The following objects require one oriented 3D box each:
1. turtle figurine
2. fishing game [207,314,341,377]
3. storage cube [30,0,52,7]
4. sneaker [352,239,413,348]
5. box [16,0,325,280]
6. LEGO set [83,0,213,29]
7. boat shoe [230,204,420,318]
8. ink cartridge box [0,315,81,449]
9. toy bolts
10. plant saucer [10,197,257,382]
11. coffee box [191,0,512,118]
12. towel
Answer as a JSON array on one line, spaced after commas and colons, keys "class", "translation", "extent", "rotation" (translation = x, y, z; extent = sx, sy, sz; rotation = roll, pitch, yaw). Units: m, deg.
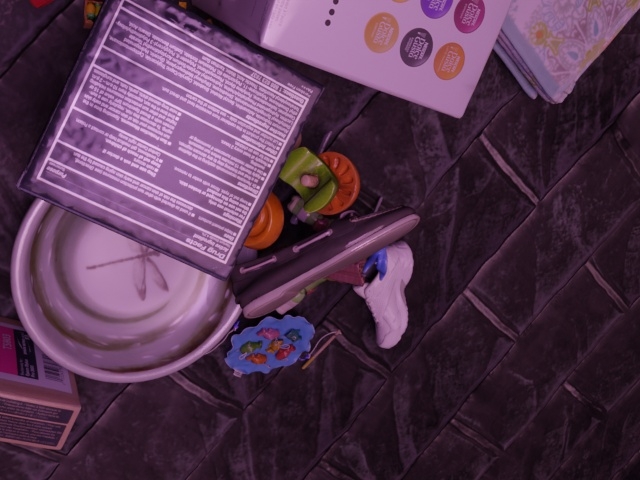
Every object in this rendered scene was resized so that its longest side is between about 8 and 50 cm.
[{"class": "turtle figurine", "translation": [0.000, 0.000, 1.330], "extent": [0.266, 0.275, 0.198], "rotation": [-29, 157, 16]}, {"class": "fishing game", "translation": [-0.098, 0.212, 1.385], "extent": [0.264, 0.041, 0.189], "rotation": [18, 126, -40]}, {"class": "storage cube", "translation": [-0.287, -0.421, 0.843], "extent": [0.193, 0.184, 0.215], "rotation": [-19, 120, 23]}, {"class": "sneaker", "translation": [0.117, 0.112, 1.459], "extent": [0.115, 0.090, 0.232], "rotation": [-2, 105, -18]}, {"class": "box", "translation": [-0.203, -0.149, 0.980], "extent": [0.296, 0.183, 0.294], "rotation": [26, 94, -17]}, {"class": "LEGO set", "translation": [-0.211, -0.292, 1.084], "extent": [0.287, 0.107, 0.132], "rotation": [36, 95, -34]}, {"class": "boat shoe", "translation": [-0.005, 0.012, 1.158], "extent": [0.335, 0.096, 0.112], "rotation": [-30, 166, 12]}, {"class": "ink cartridge box", "translation": [-0.492, 0.208, 1.109], "extent": [0.193, 0.234, 0.088], "rotation": [23, 102, -33]}, {"class": "toy bolts", "translation": [-0.062, -0.109, 1.185], "extent": [0.218, 0.228, 0.158], "rotation": [-39, 164, 21]}, {"class": "plant saucer", "translation": [-0.303, 0.033, 1.177], "extent": [0.400, 0.100, 0.401], "rotation": [-9, 108, -30]}, {"class": "coffee box", "translation": [0.058, -0.415, 1.017], "extent": [0.334, 0.338, 0.338], "rotation": [13, 108, -31]}, {"class": "towel", "translation": [0.435, -0.480, 1.324], "extent": [0.320, 0.090, 0.374], "rotation": [-50, 124, 0]}]
